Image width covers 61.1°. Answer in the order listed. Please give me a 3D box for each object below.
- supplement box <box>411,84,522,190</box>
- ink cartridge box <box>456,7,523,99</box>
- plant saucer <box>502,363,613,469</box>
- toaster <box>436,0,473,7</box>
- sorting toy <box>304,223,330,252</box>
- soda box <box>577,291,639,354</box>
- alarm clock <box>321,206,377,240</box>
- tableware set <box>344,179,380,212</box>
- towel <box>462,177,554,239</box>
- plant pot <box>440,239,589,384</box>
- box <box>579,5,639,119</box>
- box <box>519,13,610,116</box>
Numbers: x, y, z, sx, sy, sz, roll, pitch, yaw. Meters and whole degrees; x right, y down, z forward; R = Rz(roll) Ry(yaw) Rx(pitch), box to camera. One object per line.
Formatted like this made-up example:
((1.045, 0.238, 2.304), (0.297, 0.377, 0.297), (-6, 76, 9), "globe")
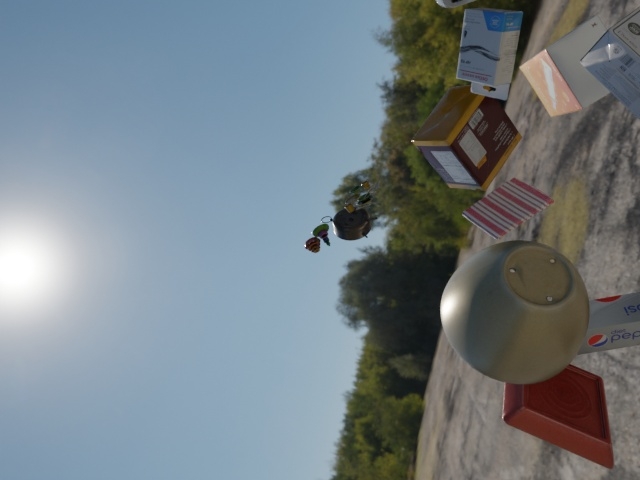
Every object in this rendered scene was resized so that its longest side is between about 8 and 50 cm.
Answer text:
((0.379, -0.263, 1.398), (0.194, 0.129, 0.191), (43, -103, -30), "supplement box")
((0.352, -0.391, 1.146), (0.060, 0.104, 0.180), (-19, -56, -33), "ink cartridge box")
((0.570, 0.371, 1.289), (0.259, 0.259, 0.047), (-60, -9, -51), "plant saucer")
((0.354, -0.664, 1.299), (0.129, 0.227, 0.146), (35, -133, -61), "toaster")
((0.000, 0.000, 1.503), (0.061, 0.042, 0.102), (-6, -36, -41), "sorting toy")
((0.719, 0.201, 1.332), (0.098, 0.287, 0.091), (-83, -24, -51), "soda box")
((0.089, -0.064, 1.869), (0.129, 0.192, 0.064), (-60, -34, -41), "alarm clock")
((0.105, -0.124, 1.491), (0.024, 0.104, 0.154), (58, -148, -20), "tableware set")
((0.505, -0.086, 1.467), (0.197, 0.144, 0.029), (-33, -49, -7), "towel")
((0.388, 0.110, 1.041), (0.191, 0.284, 0.284), (86, -158, -60), "plant pot")
((0.645, -0.364, 1.001), (0.290, 0.169, 0.087), (-37, -11, -20), "box")
((0.793, -0.533, 1.711), (0.168, 0.215, 0.345), (-33, 3, 11), "box")
